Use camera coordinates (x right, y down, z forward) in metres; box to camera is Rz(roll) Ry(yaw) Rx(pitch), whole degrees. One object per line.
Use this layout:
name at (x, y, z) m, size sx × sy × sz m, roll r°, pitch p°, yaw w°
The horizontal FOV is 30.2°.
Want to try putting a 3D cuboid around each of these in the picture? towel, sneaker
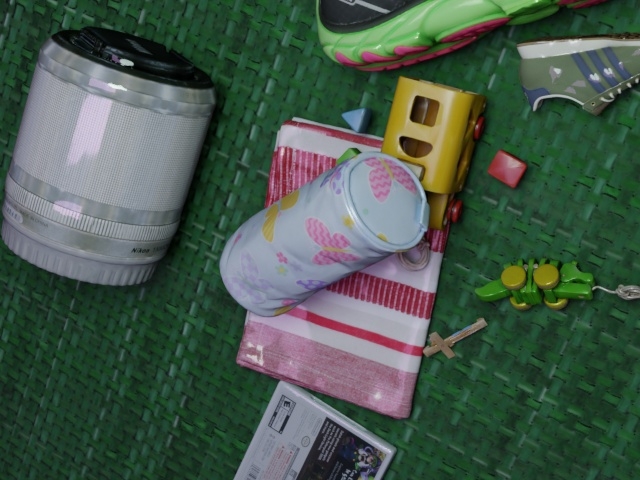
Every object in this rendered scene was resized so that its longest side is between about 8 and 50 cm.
towel at (0.030, 0.033, 1.448) m, size 0.237 × 0.037 × 0.329 m, roll 15°, pitch 103°, yaw 21°
sneaker at (0.198, -0.329, 1.244) m, size 0.483 × 0.185 × 0.202 m, roll -15°, pitch 90°, yaw 22°
sneaker at (0.308, -0.179, 1.284) m, size 0.192 × 0.064 × 0.086 m, roll 1°, pitch 105°, yaw 24°

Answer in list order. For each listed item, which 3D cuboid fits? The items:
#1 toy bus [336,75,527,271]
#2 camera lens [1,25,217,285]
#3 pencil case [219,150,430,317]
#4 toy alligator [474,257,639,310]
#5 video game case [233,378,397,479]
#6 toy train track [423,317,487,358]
toy bus at (0.112, -0.086, 1.330) m, size 0.191 × 0.104 × 0.202 m, roll -32°, pitch 83°, yaw 20°
camera lens at (-0.261, -0.109, 1.456) m, size 0.219 × 0.219 × 0.274 m, roll 25°, pitch 106°, yaw 19°
pencil case at (0.000, 0.000, 1.325) m, size 0.124 × 0.113 × 0.273 m, roll 38°, pitch 143°, yaw -17°
toy alligator at (0.268, 0.043, 1.337) m, size 0.190 × 0.056 × 0.051 m, roll -3°, pitch 55°, yaw 24°
video game case at (-0.015, 0.299, 1.513) m, size 0.173 × 0.022 × 0.190 m, roll 30°, pitch 107°, yaw 18°
toy train track at (0.159, 0.113, 1.410) m, size 0.083 × 0.014 × 0.048 m, roll -30°, pitch 125°, yaw 16°
